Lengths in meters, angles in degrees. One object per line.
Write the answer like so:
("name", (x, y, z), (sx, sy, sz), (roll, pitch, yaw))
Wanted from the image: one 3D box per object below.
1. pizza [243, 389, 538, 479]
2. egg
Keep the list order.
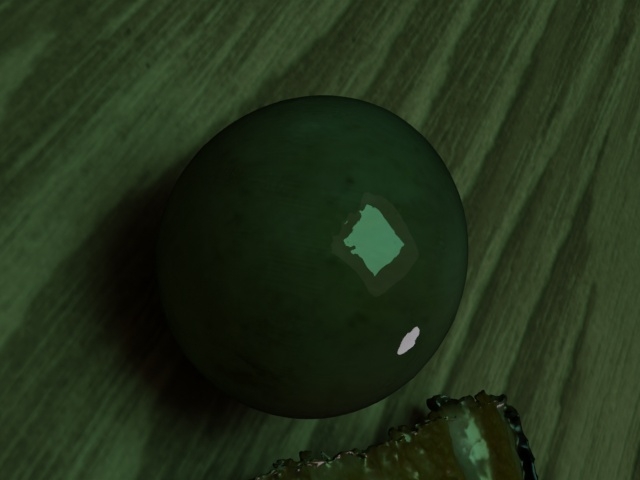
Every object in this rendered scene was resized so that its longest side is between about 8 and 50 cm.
("pizza", (0.086, 0.324, 1.090), (0.435, 0.080, 0.392), (-12, 78, -51))
("egg", (0.000, 0.000, 1.066), (0.218, 0.218, 0.295), (53, 27, -14))
